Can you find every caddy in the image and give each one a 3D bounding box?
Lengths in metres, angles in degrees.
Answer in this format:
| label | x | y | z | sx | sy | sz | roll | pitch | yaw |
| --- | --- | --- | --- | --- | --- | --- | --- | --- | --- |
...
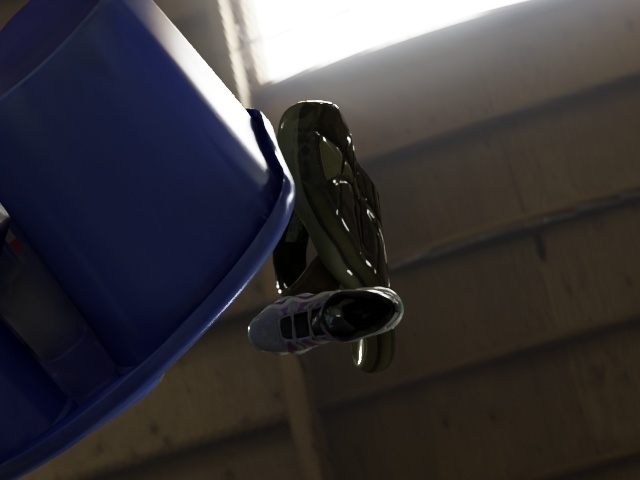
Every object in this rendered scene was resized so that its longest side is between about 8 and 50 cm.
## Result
| label | x | y | z | sx | sy | sz | roll | pitch | yaw |
| --- | --- | --- | --- | --- | --- | --- | --- | --- | --- |
| caddy | -0.137 | -0.001 | 0.787 | 0.241 | 0.179 | 0.341 | -37 | -162 | 6 |

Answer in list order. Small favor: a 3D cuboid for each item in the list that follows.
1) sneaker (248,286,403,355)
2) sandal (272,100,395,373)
| label | x | y | z | sx | sy | sz | roll | pitch | yaw |
| --- | --- | --- | --- | --- | --- | --- | --- | --- | --- |
| sneaker | 0.002 | 0.047 | 0.944 | 0.098 | 0.069 | 0.038 | -15 | -93 | 2 |
| sandal | 0.000 | -0.002 | 1.162 | 0.086 | 0.303 | 0.120 | -10 | -124 | 10 |
